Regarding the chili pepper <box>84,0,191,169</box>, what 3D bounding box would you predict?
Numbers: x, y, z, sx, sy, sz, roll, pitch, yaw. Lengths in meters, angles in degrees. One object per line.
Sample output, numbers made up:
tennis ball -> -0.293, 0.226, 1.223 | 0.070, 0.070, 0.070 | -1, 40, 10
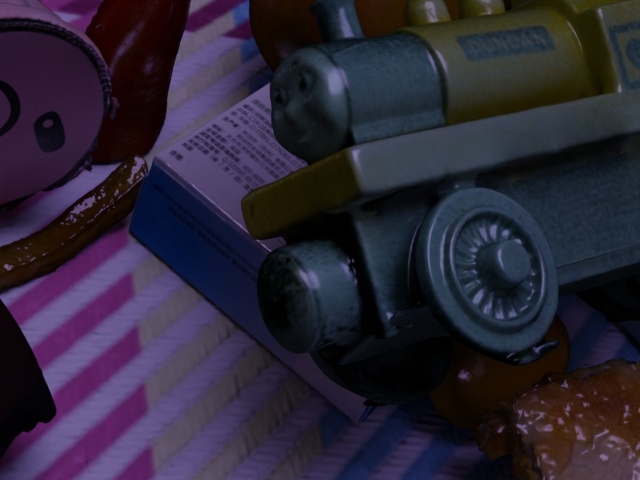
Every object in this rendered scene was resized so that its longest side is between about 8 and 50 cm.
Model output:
chili pepper -> -0.110, -0.128, 0.857 | 0.065, 0.169, 0.088 | 41, 42, 12

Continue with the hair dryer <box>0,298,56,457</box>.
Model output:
hair dryer -> -0.215, 0.013, 0.539 | 0.312, 0.340, 0.123 | 45, 75, -20

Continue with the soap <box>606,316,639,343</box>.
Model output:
soap -> 0.316, -0.024, 1.017 | 0.289, 0.095, 0.173 | -19, 59, -38

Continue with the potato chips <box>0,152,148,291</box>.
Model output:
potato chips -> -0.177, 0.007, 0.796 | 0.026, 0.037, 0.204 | 36, 48, 24

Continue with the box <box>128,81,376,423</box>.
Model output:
box -> 0.000, -0.001, 0.857 | 0.194, 0.073, 0.139 | 40, 45, 13

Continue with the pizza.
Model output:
pizza -> 0.191, 0.155, 0.792 | 0.226, 0.086, 0.335 | 28, 42, 3

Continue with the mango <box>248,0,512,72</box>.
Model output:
mango -> 0.102, -0.147, 0.968 | 0.317, 0.211, 0.173 | 13, 83, -29

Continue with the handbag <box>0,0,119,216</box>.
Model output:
handbag -> -0.231, -0.089, 0.755 | 0.205, 0.179, 0.116 | -27, 57, -14

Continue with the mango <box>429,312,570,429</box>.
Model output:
mango -> 0.108, 0.075, 0.838 | 0.114, 0.057, 0.079 | -19, 104, -43

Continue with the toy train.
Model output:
toy train -> 0.112, -0.054, 0.757 | 0.369, 0.150, 0.237 | -14, 86, -35
